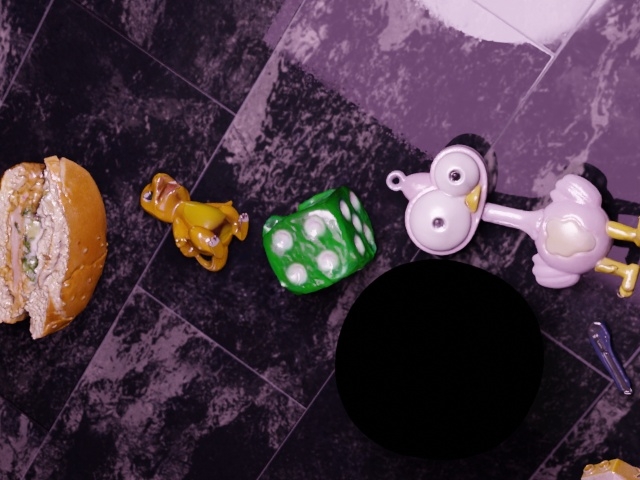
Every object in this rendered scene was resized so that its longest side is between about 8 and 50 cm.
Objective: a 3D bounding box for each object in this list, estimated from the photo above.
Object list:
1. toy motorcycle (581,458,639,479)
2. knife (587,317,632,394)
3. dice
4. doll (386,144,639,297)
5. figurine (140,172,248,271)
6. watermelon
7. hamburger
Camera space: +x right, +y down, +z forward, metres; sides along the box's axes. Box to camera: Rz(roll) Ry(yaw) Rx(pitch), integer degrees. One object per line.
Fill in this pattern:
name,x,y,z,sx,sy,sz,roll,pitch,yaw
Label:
toy motorcycle,0.466,0.316,1.666,0.229,0.094,0.130,-25,109,43
knife,0.411,0.165,1.684,0.031,0.018,0.121,-26,99,25
dice,0.000,0.000,1.704,0.128,0.131,0.120,-22,98,21
doll,0.263,-0.032,1.631,0.365,0.094,0.160,17,108,12
figurine,-0.198,-0.024,1.793,0.176,0.121,0.122,37,142,19
watermelon,0.163,0.164,1.623,0.285,0.285,0.285,5,108,16
hamburger,-0.400,0.000,1.821,0.144,0.157,0.283,23,112,30
